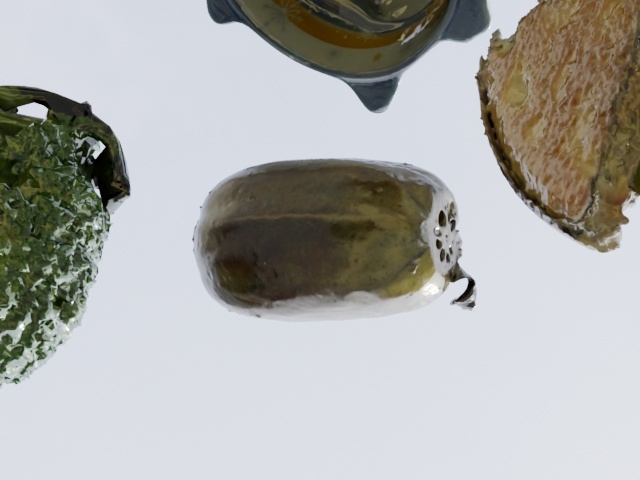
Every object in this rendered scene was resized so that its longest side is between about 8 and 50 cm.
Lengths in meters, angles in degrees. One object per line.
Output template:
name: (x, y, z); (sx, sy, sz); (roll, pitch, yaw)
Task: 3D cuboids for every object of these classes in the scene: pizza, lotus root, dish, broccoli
pizza: (0.158, -0.102, 0.876); (0.195, 0.052, 0.185); (-59, -146, 27)
lotus root: (0.000, 0.000, 1.263); (0.241, 0.123, 0.124); (-4, -104, 35)
dish: (0.018, -0.211, 1.124); (0.236, 0.086, 0.228); (49, -44, 1)
broccoli: (-0.266, -0.018, 0.827); (0.321, 0.304, 0.283); (-7, -85, 34)
